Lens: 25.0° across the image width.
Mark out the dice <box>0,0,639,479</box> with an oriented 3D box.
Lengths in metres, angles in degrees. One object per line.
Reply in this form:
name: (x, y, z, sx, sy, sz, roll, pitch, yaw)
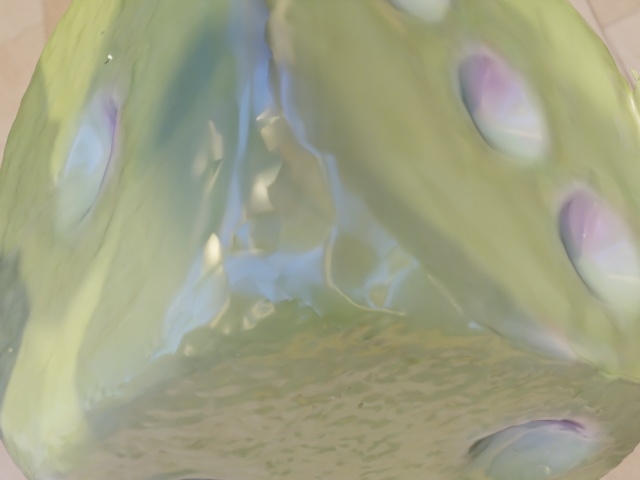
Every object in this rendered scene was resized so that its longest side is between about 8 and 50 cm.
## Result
dice: (0.000, 0.000, 0.673, 0.254, 0.250, 0.252, -41, 44, 42)
